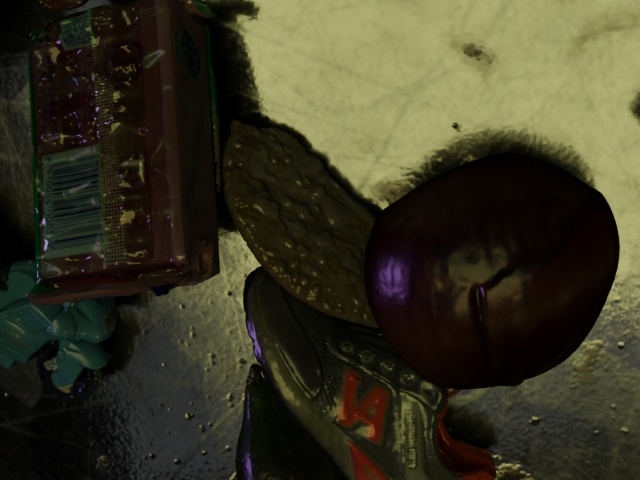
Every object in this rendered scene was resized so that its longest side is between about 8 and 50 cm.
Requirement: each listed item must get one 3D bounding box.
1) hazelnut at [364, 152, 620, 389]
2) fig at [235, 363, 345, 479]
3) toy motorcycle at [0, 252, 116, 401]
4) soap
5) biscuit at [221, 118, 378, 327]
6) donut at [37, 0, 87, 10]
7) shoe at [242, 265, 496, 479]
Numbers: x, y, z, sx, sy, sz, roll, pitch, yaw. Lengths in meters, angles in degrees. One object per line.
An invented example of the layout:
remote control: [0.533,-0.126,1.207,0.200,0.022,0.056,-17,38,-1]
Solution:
hazelnut: [0.153,0.033,0.922,0.229,0.229,0.230,2,103,10]
fig: [-0.043,0.216,1.066,0.117,0.117,0.178,-25,81,15]
toy motorcycle: [-0.322,0.045,1.068,0.272,0.123,0.182,36,117,0]
soap: [-0.190,-0.084,0.954,0.217,0.098,0.274,-8,79,14]
biscuit: [-0.001,0.001,0.992,0.290,0.141,0.038,42,141,-2]
donut: [-0.176,-0.285,0.957,0.217,0.141,0.085,-5,120,22]
shoe: [0.066,0.143,1.018,0.171,0.132,0.336,-34,96,11]
